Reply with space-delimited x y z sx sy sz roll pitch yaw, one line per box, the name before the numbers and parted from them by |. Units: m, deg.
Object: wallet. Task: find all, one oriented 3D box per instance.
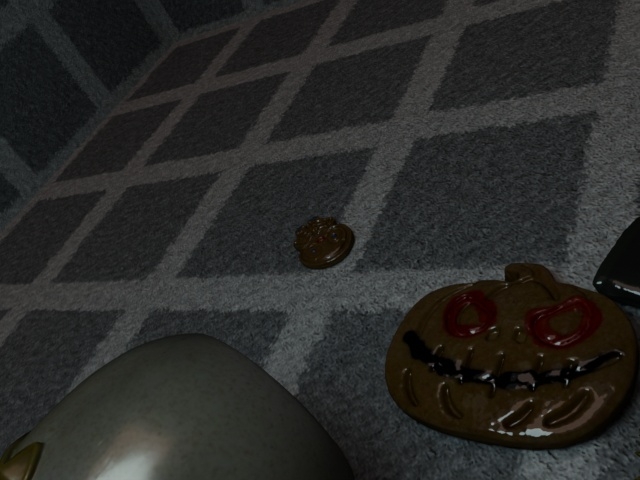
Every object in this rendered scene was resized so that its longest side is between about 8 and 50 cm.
wallet | 0.521 0.051 0.922 0.245 0.052 0.168 23 58 43

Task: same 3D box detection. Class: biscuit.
biscuit | 0.270 0.149 0.987 0.367 0.063 0.314 0 47 39
biscuit | 0.000 0.000 1.413 0.124 0.026 0.175 -37 35 -7

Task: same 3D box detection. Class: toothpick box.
toothpick box | -0.200 0.353 0.793 0.409 0.409 0.425 14 52 47

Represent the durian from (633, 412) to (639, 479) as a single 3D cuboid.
durian | 0.426 0.212 0.715 0.166 0.172 0.306 -2 31 2
